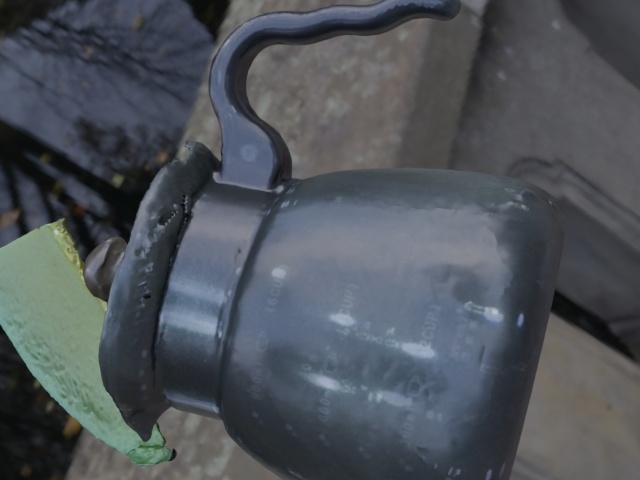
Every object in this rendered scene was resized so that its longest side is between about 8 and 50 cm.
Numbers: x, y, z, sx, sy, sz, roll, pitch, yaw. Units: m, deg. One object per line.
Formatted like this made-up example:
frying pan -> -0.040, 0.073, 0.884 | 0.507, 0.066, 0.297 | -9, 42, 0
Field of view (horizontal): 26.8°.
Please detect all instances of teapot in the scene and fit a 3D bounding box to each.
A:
teapot -> -0.006, 0.015, 0.800 | 0.223, 0.285, 0.305 | -63, -17, -58

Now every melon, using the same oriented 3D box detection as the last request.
melon -> -0.176, 0.076, 1.029 | 0.261, 0.053, 0.114 | 49, 123, 30
